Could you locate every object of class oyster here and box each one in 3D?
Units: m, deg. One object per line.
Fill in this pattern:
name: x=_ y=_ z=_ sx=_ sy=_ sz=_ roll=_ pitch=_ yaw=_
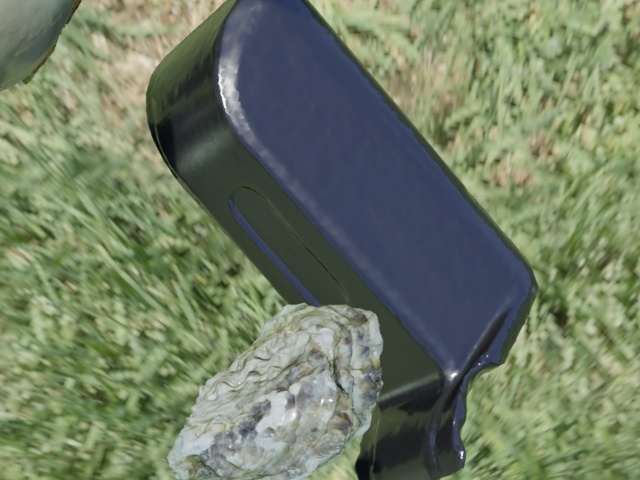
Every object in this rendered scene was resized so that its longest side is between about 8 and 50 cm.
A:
oyster: x=-0.020 y=0.068 z=0.903 sx=0.098 sy=0.037 sz=0.100 roll=-1 pitch=57 yaw=10

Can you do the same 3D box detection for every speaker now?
speaker: x=0.000 y=0.000 z=1.513 sx=0.388 sy=0.180 sz=0.184 roll=49 pitch=50 yaw=-6

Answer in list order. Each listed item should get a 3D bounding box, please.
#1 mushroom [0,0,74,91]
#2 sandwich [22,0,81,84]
mushroom: x=-0.285 y=-0.222 z=0.994 sx=0.356 sy=0.315 sz=0.315 roll=30 pitch=83 yaw=7
sandwich: x=-0.226 y=-0.185 z=1.545 sx=0.029 sy=0.067 sz=0.135 roll=37 pitch=118 yaw=7
